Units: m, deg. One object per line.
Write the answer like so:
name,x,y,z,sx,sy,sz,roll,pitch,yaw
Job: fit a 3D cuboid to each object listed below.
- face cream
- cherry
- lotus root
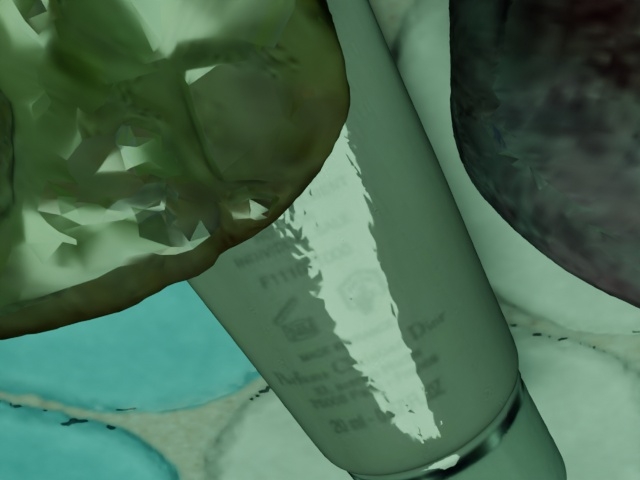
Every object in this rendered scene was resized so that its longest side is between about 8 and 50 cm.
face cream,0.000,0.000,0.737,0.143,0.089,0.314,-22,120,17
cherry,0.133,-0.060,0.634,0.195,0.195,0.195,-2,131,-3
lotus root,-0.122,-0.157,0.549,0.375,0.111,0.390,17,120,-11
